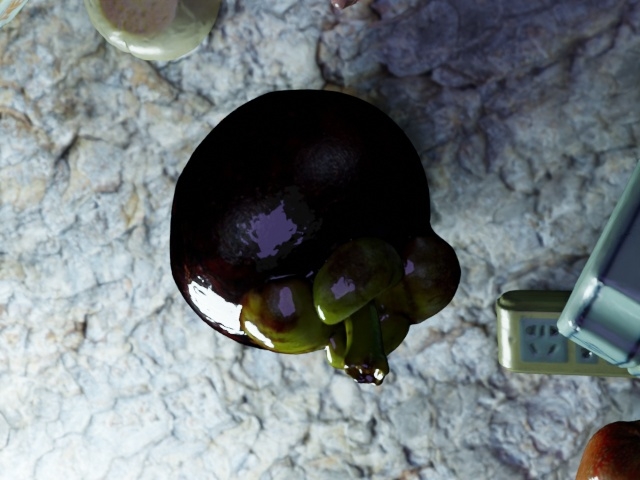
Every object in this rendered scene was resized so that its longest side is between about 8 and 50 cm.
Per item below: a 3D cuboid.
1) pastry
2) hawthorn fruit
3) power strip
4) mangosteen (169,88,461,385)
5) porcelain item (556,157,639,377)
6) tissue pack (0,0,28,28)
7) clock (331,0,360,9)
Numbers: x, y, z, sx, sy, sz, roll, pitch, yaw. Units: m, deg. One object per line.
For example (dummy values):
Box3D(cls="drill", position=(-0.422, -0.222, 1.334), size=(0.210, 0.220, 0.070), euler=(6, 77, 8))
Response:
Box3D(cls="pastry", position=(-0.185, -0.275, 1.684), size=(0.156, 0.092, 0.156), euler=(2, 105, 6))
Box3D(cls="hawthorn fruit", position=(0.353, 0.288, 1.686), size=(0.157, 0.157, 0.194), euler=(19, 128, 9))
Box3D(cls="power strip", position=(0.384, 0.105, 1.660), size=(0.388, 0.066, 0.092), euler=(0, 108, 14))
Box3D(cls="mangosteen", position=(-0.001, -0.015, 1.601), size=(0.313, 0.297, 0.297), euler=(12, 109, 24))
Box3D(cls="porcelain item", position=(0.358, -0.001, 1.495), size=(0.157, 0.286, 0.281), euler=(28, 87, 9))
Box3D(cls="tissue pack", position=(-0.345, -0.408, 1.663), size=(0.228, 0.128, 0.311), euler=(45, 111, -2))
Box3D(cls="clock", position=(0.013, -0.346, 1.610), size=(0.162, 0.093, 0.166), euler=(44, 112, 2))
